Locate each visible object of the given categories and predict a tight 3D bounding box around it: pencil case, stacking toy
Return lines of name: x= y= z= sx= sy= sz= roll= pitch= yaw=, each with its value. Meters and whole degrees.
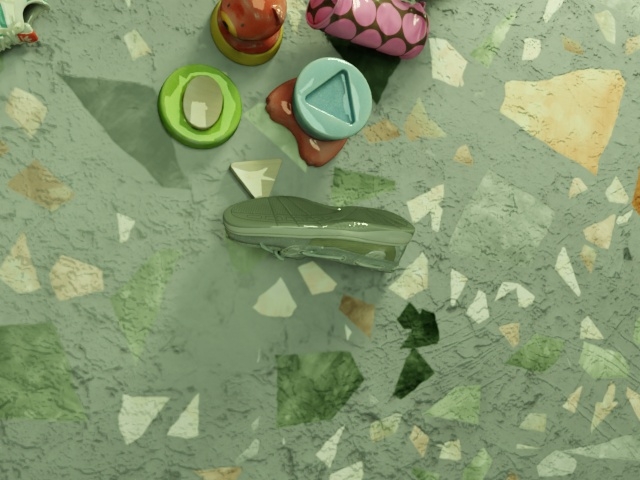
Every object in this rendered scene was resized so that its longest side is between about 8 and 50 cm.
pencil case: x=0.083 y=-0.375 z=0.871 sx=0.209 sy=0.095 sz=0.098 roll=2 pitch=124 yaw=-35
stacking toy: x=-0.083 y=-0.229 z=0.807 sx=0.309 sy=0.130 sz=0.279 roll=43 pitch=75 yaw=-13

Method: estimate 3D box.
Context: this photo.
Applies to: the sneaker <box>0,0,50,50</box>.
sneaker: x=-0.441 y=-0.290 z=0.721 sx=0.075 sy=0.057 sz=0.161 roll=30 pitch=76 yaw=-10

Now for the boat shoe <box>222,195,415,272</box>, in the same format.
boat shoe: x=0.000 y=-0.001 z=0.839 sx=0.320 sy=0.118 sz=0.103 roll=2 pitch=116 yaw=-26
